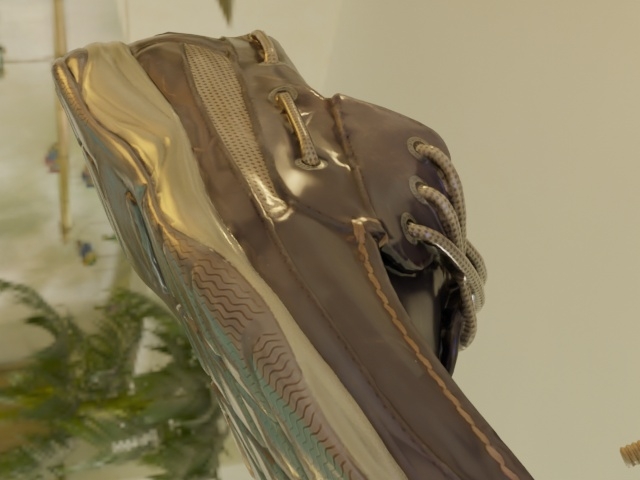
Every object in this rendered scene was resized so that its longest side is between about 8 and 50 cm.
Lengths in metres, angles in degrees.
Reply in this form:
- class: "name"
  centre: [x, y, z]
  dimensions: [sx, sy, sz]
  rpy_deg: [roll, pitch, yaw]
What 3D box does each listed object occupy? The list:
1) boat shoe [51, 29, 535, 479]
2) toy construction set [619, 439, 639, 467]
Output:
- class: "boat shoe"
  centre: [0.000, 0.000, 0.431]
  dimensions: [0.355, 0.130, 0.132]
  rpy_deg: [52, -18, 43]
- class: "toy construction set"
  centre: [0.372, 0.243, 0.683]
  dimensions: [0.309, 0.237, 0.257]
  rpy_deg: [-70, 135, -78]
